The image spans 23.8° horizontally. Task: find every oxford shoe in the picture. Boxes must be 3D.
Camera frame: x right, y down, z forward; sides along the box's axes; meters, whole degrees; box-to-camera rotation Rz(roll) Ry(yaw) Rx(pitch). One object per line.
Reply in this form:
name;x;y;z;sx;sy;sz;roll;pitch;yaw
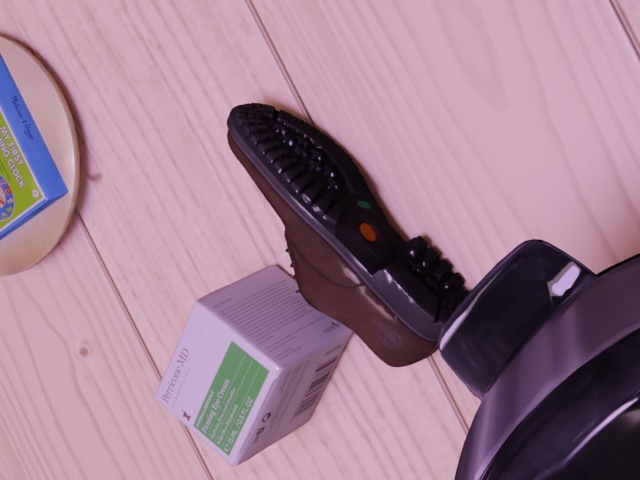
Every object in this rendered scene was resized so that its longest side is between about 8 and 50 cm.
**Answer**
oxford shoe;0.000;0.000;1.082;0.227;0.083;0.096;51;129;11

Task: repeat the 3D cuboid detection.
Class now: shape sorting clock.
shape sorting clock;-0.281;-0.072;1.268;0.206;0.040;0.206;9;106;33

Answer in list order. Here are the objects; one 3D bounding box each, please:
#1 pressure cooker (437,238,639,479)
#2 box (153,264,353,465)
pressure cooker;0.245;0.180;0.781;0.375;0.420;0.370;-4;95;8
box;-0.049;0.091;1.128;0.087;0.102;0.101;38;123;20
